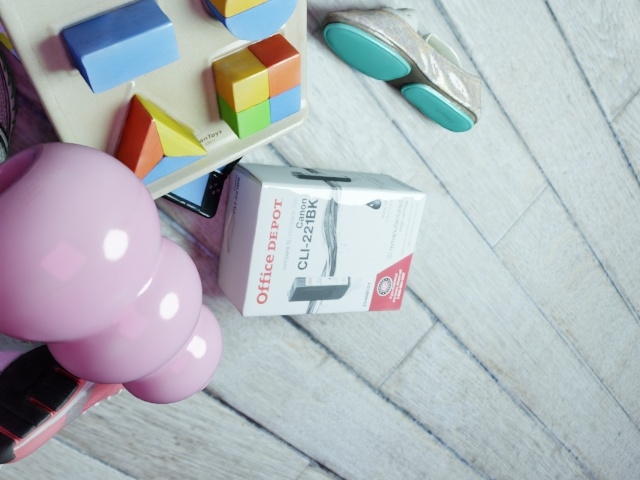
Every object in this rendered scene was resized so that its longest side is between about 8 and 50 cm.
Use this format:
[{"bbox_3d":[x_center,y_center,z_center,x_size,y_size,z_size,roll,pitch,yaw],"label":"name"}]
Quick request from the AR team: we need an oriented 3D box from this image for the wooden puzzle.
[{"bbox_3d":[-0.139,-0.194,0.678,0.322,0.080,0.348,-29,148,-18],"label":"wooden puzzle"}]

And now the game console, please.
[{"bbox_3d":[-0.167,-0.104,0.827,0.122,0.071,0.107,27,61,-32],"label":"game console"}]

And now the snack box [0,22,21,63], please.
[{"bbox_3d":[-0.259,-0.236,0.732,0.174,0.070,0.207,-42,121,-8],"label":"snack box"}]

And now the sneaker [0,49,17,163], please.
[{"bbox_3d":[-0.399,-0.079,0.676,0.134,0.146,0.344,-3,110,-26],"label":"sneaker"}]

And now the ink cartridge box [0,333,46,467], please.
[{"bbox_3d":[-0.473,0.201,0.753,0.232,0.066,0.189,16,102,-58],"label":"ink cartridge box"}]

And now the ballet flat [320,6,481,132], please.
[{"bbox_3d":[0.129,-0.273,0.917,0.316,0.107,0.106,27,75,-38],"label":"ballet flat"}]

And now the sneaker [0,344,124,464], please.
[{"bbox_3d":[-0.291,0.174,0.815,0.314,0.115,0.136,-49,141,-27],"label":"sneaker"}]

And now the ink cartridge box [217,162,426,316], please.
[{"bbox_3d":[0.000,0.000,0.932,0.272,0.114,0.197,1,109,-27],"label":"ink cartridge box"}]

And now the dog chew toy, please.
[{"bbox_3d":[-0.227,0.058,0.674,0.206,0.206,0.332,-40,124,-9],"label":"dog chew toy"}]
